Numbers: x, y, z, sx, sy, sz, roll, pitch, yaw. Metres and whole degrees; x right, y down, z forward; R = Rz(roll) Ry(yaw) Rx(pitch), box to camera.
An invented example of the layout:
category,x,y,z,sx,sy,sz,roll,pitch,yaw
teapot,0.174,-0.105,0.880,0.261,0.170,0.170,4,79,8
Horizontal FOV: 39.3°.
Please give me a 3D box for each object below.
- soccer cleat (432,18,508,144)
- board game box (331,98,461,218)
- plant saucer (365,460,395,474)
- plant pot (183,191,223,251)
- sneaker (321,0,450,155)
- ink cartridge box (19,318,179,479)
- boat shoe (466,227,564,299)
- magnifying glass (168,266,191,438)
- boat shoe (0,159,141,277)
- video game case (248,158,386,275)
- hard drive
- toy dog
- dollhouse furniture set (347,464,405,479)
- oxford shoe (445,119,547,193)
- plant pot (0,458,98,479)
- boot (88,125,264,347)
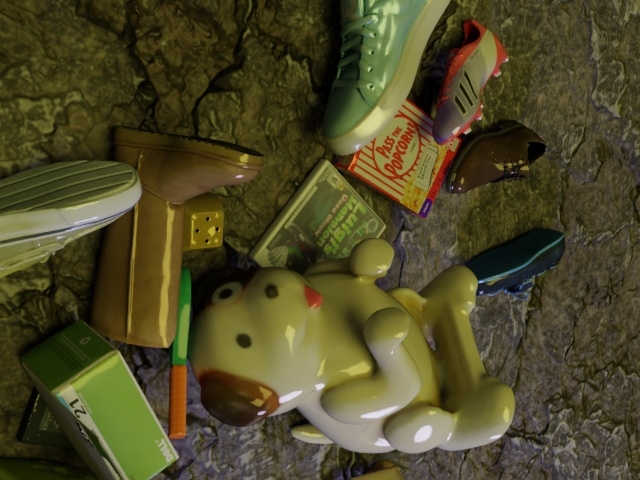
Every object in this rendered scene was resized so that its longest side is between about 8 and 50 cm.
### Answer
category,x,y,z,sx,sy,sz,roll,pitch,yaw
soccer cleat,0.221,-0.250,1.417,0.095,0.083,0.248,43,56,-17
board game box,0.124,-0.140,1.419,0.193,0.045,0.147,27,85,-39
plant saucer,0.108,0.433,1.590,0.083,0.015,0.083,-11,109,-34
plant pot,-0.171,-0.022,1.205,0.081,0.083,0.081,-6,106,-37
sneaker,0.068,-0.304,1.290,0.150,0.135,0.366,33,73,-31
ink cartridge box,-0.242,0.228,1.082,0.097,0.255,0.189,-35,122,-25
boat shoe,0.361,0.058,1.619,0.258,0.109,0.089,-19,117,-30
magnifying glass,-0.190,0.145,1.187,0.026,0.092,0.231,3,66,-18
boat shoe,-0.357,-0.014,1.056,0.302,0.109,0.094,-17,131,-15
video game case,0.000,0.000,1.381,0.190,0.022,0.173,-54,128,-12
hard drive,-0.326,0.232,1.200,0.135,0.022,0.094,20,90,-39
toy dog,0.005,0.154,1.289,0.408,0.395,0.284,20,54,-36
dollhouse furniture set,0.088,0.534,1.543,0.212,0.161,0.242,-4,133,-36
oxford shoe,0.300,-0.134,1.503,0.227,0.096,0.083,-32,139,-31
plant pot,-0.305,0.417,1.146,0.207,0.228,0.227,8,98,-44
boot,-0.183,0.003,1.122,0.089,0.236,0.269,-1,101,-54
